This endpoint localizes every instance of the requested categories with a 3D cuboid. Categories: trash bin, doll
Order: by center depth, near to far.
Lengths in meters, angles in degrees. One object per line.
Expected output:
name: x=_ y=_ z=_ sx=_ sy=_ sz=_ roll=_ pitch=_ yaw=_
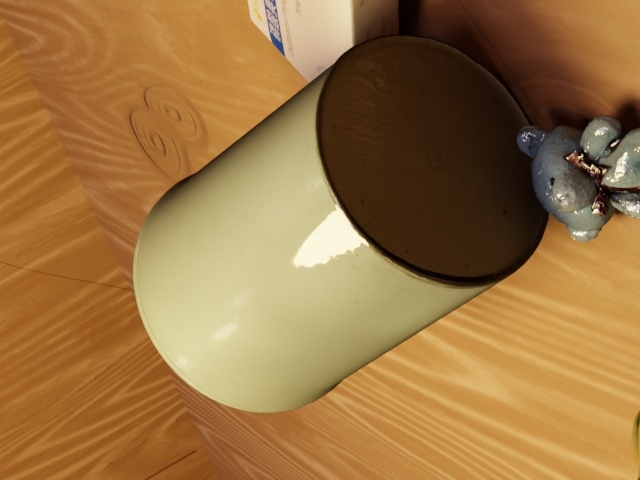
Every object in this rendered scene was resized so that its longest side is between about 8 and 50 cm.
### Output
doll: x=0.234 y=-0.050 z=1.096 sx=0.120 sy=0.075 sz=0.180 roll=59 pitch=159 yaw=-12
trash bin: x=0.000 y=0.000 z=1.313 sx=0.280 sy=0.280 sz=0.432 roll=57 pitch=144 yaw=2

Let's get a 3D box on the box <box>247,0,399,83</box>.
box: x=-0.006 y=-0.265 z=1.277 sx=0.200 sy=0.065 sz=0.343 roll=49 pitch=166 yaw=22

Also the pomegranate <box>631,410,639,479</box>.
pomegranate: x=0.358 y=0.257 z=1.168 sx=0.190 sy=0.241 sz=0.159 roll=42 pitch=127 yaw=-17
